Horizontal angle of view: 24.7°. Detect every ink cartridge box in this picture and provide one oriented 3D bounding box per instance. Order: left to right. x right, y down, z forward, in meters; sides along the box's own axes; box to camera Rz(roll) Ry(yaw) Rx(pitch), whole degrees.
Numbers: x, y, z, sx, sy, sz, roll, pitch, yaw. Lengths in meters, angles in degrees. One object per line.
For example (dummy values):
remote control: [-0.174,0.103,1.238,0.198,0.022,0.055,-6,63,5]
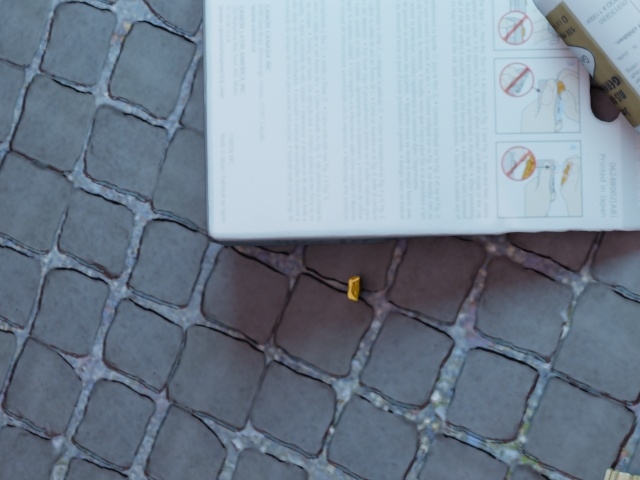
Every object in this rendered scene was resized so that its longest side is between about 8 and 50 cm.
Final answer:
ink cartridge box: [0.091,-0.153,1.264,0.385,0.091,0.308,-1,87,0]

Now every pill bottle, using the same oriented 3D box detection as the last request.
pill bottle: [0.286,-0.147,1.157,0.131,0.131,0.229,-39,89,16]

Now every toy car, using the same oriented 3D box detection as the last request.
toy car: [0.000,0.000,1.319,0.060,0.040,0.122,-10,85,1]

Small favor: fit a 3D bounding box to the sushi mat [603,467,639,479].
sushi mat: [0.275,0.357,1.226,0.151,0.019,0.316,16,96,19]
